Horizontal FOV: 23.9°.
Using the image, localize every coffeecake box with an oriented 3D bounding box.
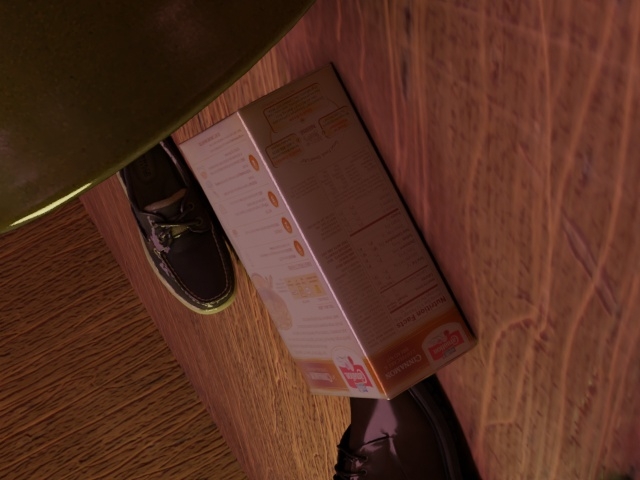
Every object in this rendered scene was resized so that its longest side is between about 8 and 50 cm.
[{"bbox_3d":[0.000,0.000,0.919,0.185,0.068,0.142,63,161,-5],"label":"coffeecake box"}]

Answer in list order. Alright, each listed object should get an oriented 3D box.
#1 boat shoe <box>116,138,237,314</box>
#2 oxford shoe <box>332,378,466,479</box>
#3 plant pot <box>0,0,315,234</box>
[{"bbox_3d":[-0.156,-0.029,1.542,0.223,0.080,0.073,63,175,14],"label":"boat shoe"},{"bbox_3d":[0.045,0.147,1.047,0.227,0.096,0.083,65,170,-12],"label":"oxford shoe"},{"bbox_3d":[-0.181,-0.201,0.670,0.353,0.366,0.366,53,172,-18],"label":"plant pot"}]
